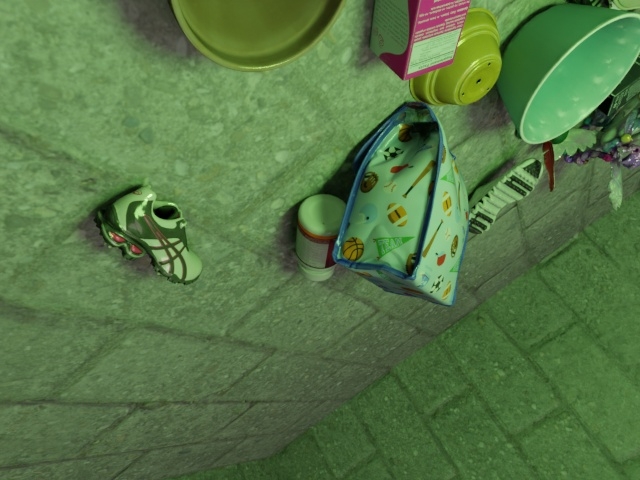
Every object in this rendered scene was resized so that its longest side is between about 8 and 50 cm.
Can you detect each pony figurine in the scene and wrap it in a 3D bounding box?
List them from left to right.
[{"bbox_3d":[0.893,-0.302,1.415,0.351,0.303,0.363,-40,177,-45],"label":"pony figurine"}]

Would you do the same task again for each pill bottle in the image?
[{"bbox_3d":[0.000,0.000,1.139,0.121,0.121,0.221,-21,148,-20],"label":"pill bottle"}]

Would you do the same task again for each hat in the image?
[{"bbox_3d":[0.672,-0.293,1.291,0.173,0.183,0.208,-28,150,-10],"label":"hat"}]

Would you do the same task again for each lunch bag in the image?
[{"bbox_3d":[0.214,-0.076,1.083,0.328,0.239,0.385,31,74,-59],"label":"lunch bag"}]

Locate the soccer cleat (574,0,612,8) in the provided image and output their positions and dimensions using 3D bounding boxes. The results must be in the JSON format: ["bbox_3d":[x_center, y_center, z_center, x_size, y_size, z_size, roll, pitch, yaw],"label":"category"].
[{"bbox_3d":[0.576,-0.524,0.996,0.072,0.060,0.179,-31,145,16],"label":"soccer cleat"}]

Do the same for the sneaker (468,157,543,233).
[{"bbox_3d":[0.551,-0.154,1.452,0.110,0.118,0.292,32,119,-23],"label":"sneaker"}]

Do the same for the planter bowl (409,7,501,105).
[{"bbox_3d":[0.298,-0.346,0.949,0.217,0.090,0.217,-24,149,-16],"label":"planter bowl"}]

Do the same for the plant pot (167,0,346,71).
[{"bbox_3d":[-0.083,-0.340,0.571,0.238,0.109,0.237,-23,148,-16],"label":"plant pot"}]

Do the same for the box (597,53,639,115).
[{"bbox_3d":[0.746,-0.432,1.186,0.158,0.156,0.093,-37,151,6],"label":"box"}]

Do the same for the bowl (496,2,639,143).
[{"bbox_3d":[0.519,-0.385,1.030,0.312,0.163,0.311,-24,148,-16],"label":"bowl"}]

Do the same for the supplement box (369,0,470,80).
[{"bbox_3d":[0.161,-0.386,0.735,0.114,0.111,0.220,-23,150,-18],"label":"supplement box"}]

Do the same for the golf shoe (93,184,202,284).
[{"bbox_3d":[-0.289,0.000,0.885,0.120,0.105,0.273,-41,151,0],"label":"golf shoe"}]

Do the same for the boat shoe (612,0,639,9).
[{"bbox_3d":[0.666,-0.545,0.959,0.335,0.095,0.112,-8,157,-36],"label":"boat shoe"}]

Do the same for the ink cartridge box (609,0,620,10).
[{"bbox_3d":[0.689,-0.567,1.062,0.063,0.029,0.115,9,128,-50],"label":"ink cartridge box"}]
